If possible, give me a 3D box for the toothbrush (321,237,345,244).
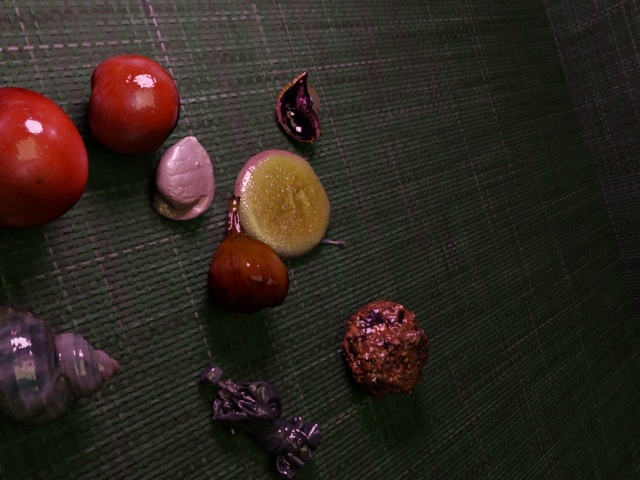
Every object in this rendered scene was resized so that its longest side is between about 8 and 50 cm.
[{"bbox_3d":[0.000,0.000,1.684,0.162,0.017,0.014,7,72,-34],"label":"toothbrush"}]

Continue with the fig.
[{"bbox_3d":[-0.177,0.047,1.461,0.190,0.190,0.290,26,32,-32],"label":"fig"}]

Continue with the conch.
[{"bbox_3d":[-0.516,0.230,1.131,0.277,0.195,0.220,8,44,-12],"label":"conch"}]

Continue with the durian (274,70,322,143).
[{"bbox_3d":[-0.058,-0.358,1.676,0.108,0.119,0.186,-70,146,-71],"label":"durian"}]

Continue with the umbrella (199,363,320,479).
[{"bbox_3d":[-0.142,0.414,1.432,0.349,0.094,0.143,48,51,-18],"label":"umbrella"}]

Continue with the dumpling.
[{"bbox_3d":[-0.312,-0.138,1.408,0.150,0.092,0.176,27,66,-29],"label":"dumpling"}]

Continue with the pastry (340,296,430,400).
[{"bbox_3d":[0.188,0.293,1.656,0.275,0.193,0.275,8,78,-38],"label":"pastry"}]

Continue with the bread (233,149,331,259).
[{"bbox_3d":[-0.097,-0.097,1.601,0.301,0.045,0.301,9,73,-33],"label":"bread"}]

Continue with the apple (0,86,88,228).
[{"bbox_3d":[-0.555,-0.139,1.112,0.216,0.260,0.260,54,50,-46],"label":"apple"}]

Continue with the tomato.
[{"bbox_3d":[-0.392,-0.284,1.299,0.184,0.208,0.208,1,79,-18],"label":"tomato"}]
